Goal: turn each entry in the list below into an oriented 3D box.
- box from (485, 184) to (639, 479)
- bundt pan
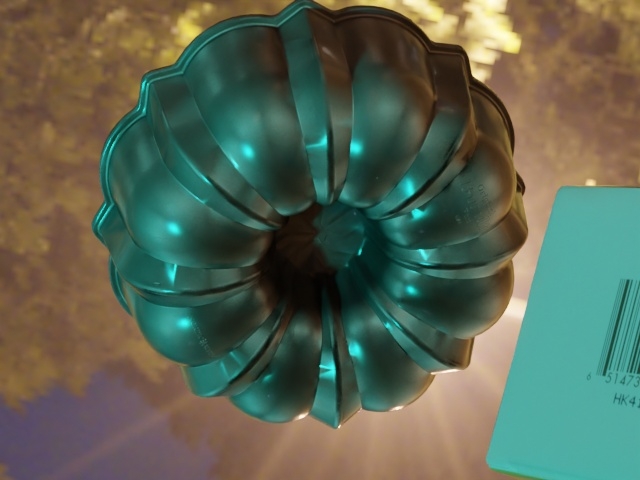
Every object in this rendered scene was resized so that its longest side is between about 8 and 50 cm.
[{"bbox_3d":[0.301,0.102,0.972,0.345,0.215,0.168,21,-100,-34],"label":"box"},{"bbox_3d":[0.000,0.000,1.273,0.124,0.330,0.331,-106,17,-62],"label":"bundt pan"}]
